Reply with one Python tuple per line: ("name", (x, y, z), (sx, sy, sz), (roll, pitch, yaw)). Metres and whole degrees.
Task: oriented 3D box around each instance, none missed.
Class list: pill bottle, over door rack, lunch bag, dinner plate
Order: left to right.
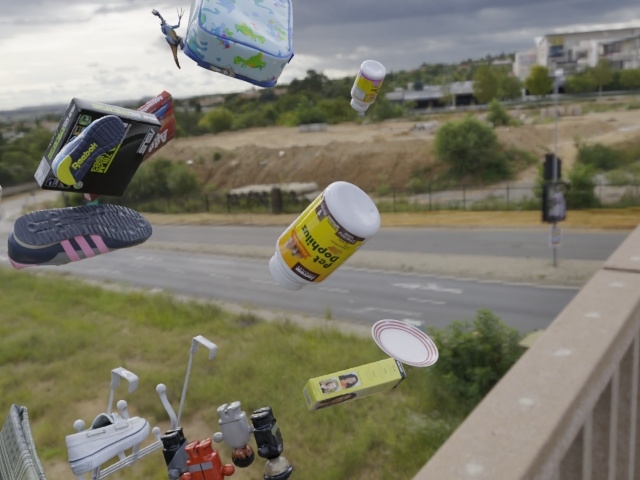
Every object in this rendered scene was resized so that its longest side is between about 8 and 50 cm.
("over door rack", (-0.374, 0.340, 1.413), (0.108, 0.324, 0.240), (38, 28, 22))
("lunch bag", (-0.132, -0.364, 1.151), (0.176, 0.090, 0.219), (14, 49, -21))
("pill bottle", (0.000, 0.000, 1.219), (0.215, 0.117, 0.117), (-44, -14, 35))
("pill bottle", (0.077, -0.257, 1.139), (0.043, 0.083, 0.043), (9, 52, -11))
("dinner plate", (0.166, 0.207, 1.350), (0.141, 0.017, 0.141), (16, 27, -8))

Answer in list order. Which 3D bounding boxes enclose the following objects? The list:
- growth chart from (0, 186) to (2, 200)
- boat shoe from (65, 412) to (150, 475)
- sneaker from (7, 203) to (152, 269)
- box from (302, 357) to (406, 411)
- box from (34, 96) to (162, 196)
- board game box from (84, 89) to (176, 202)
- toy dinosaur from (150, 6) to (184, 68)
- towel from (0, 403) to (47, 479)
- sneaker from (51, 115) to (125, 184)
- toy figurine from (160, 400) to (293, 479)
("growth chart", (-0.922, -0.054, 1.778), (0.172, 0.021, 0.237), (-31, 17, 52))
("boat shoe", (-0.384, 0.352, 1.248), (0.083, 0.075, 0.226), (-19, -1, 9))
("sneaker", (-0.538, -0.003, 1.518), (0.319, 0.112, 0.131), (-3, -35, -43))
("box", (0.080, 0.339, 1.607), (0.232, 0.058, 0.087), (-12, -27, -20))
("box", (-0.428, -0.174, 1.315), (0.184, 0.190, 0.045), (6, 38, -50))
("board game box", (-0.448, -0.220, 1.588), (0.027, 0.145, 0.281), (35, 60, 14))
("toy dinosaur", (-0.258, -0.346, 1.133), (0.082, 0.090, 0.047), (42, 31, 28))
("towel", (-0.489, 0.478, 1.081), (0.056, 0.312, 0.324), (14, 18, -39))
("sneaker", (-0.382, -0.152, 1.106), (0.059, 0.053, 0.144), (12, 53, 49))
("toy figurine", (-0.181, 0.416, 1.298), (0.213, 0.148, 0.210), (-20, 6, -36))
